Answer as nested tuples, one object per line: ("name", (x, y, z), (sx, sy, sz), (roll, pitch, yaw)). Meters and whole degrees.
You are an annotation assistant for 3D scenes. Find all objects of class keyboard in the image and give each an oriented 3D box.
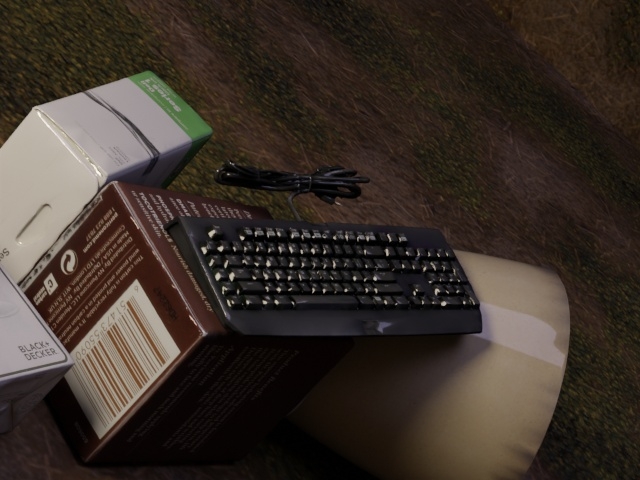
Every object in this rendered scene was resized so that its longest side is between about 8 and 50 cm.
("keyboard", (0.000, 0.000, 1.524), (0.317, 0.033, 0.201), (3, 46, -46))

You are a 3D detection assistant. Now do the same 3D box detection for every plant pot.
("plant pot", (0.051, 0.104, 1.692), (0.274, 0.256, 0.256), (19, 31, -16))

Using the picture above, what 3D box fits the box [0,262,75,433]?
("box", (-0.337, 0.020, 1.356), (0.290, 0.087, 0.169), (51, 25, 14))

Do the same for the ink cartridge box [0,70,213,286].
("ink cartridge box", (-0.212, -0.052, 1.581), (0.092, 0.160, 0.219), (46, 23, 6))

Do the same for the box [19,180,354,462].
("box", (-0.119, 0.074, 1.512), (0.203, 0.168, 0.167), (9, 41, -53))
